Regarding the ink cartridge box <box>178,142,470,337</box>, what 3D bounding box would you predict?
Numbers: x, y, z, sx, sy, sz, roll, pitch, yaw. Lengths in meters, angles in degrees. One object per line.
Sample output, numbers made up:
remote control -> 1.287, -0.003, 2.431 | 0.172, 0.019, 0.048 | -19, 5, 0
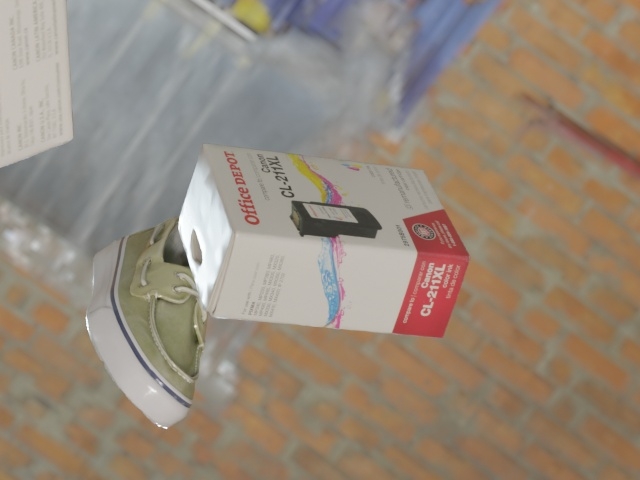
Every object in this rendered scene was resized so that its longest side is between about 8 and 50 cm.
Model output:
ink cartridge box -> 0.000, 0.000, 1.350 | 0.175, 0.072, 0.127 | 6, -149, -20

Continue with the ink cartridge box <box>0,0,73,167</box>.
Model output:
ink cartridge box -> -0.388, -0.153, 1.529 | 0.091, 0.385, 0.308 | 50, 150, 35

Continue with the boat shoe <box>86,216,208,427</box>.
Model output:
boat shoe -> -0.148, 0.059, 1.726 | 0.109, 0.094, 0.302 | 48, -170, -27
